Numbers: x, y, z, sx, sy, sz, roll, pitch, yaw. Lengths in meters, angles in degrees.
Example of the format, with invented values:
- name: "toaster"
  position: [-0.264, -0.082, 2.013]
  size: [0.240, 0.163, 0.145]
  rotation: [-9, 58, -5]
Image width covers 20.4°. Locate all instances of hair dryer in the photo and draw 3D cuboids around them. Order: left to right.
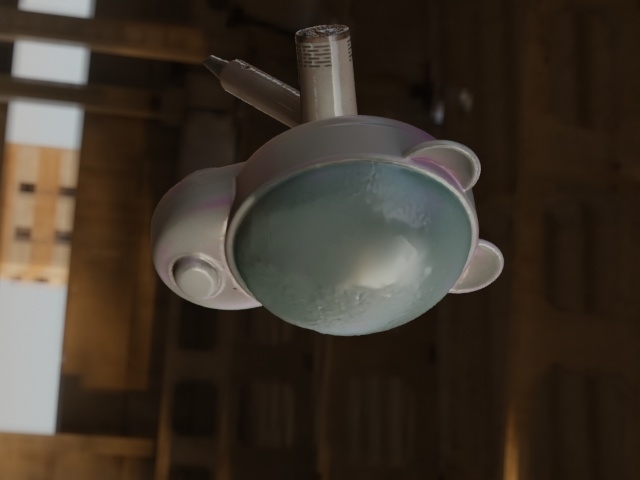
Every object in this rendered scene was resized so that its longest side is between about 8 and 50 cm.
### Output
- name: "hair dryer"
  position: [-0.045, -0.114, 1.705]
  size: [0.220, 0.054, 0.195]
  rotation: [15, -63, 48]

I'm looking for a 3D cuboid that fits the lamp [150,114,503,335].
- name: "lamp"
  position: [-0.001, 0.002, 1.250]
  size: [0.179, 0.246, 0.108]
  rotation: [72, 16, -44]
